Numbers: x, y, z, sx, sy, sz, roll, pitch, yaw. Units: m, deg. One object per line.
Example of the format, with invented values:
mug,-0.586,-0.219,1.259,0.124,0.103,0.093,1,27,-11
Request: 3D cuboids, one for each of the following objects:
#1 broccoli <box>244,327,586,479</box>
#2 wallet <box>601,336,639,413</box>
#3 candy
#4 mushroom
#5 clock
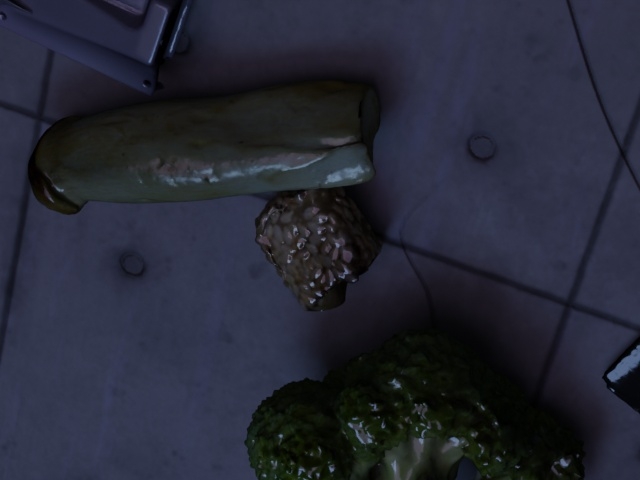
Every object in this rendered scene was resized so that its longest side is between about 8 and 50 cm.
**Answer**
broccoli,0.097,0.219,1.408,0.254,0.186,0.302,-34,102,-14
wallet,0.353,0.075,1.340,0.124,0.025,0.244,38,118,-1
candy,0.000,0.000,1.388,0.095,0.085,0.110,-38,93,19
mushroom,-0.102,-0.080,1.374,0.312,0.100,0.081,-5,148,19
clock,-0.179,-0.260,1.329,0.186,0.083,0.253,25,118,5
